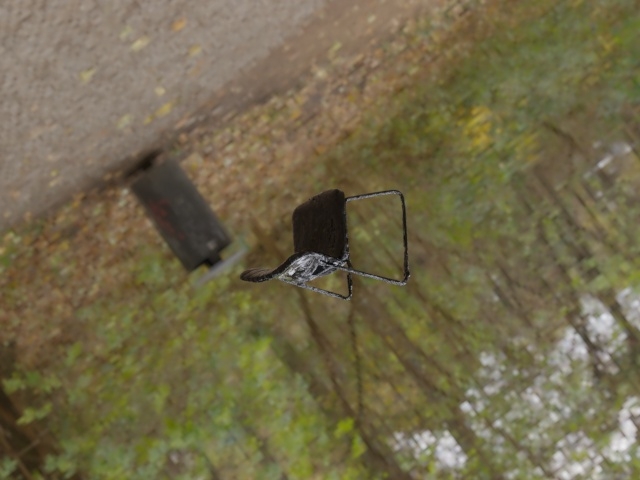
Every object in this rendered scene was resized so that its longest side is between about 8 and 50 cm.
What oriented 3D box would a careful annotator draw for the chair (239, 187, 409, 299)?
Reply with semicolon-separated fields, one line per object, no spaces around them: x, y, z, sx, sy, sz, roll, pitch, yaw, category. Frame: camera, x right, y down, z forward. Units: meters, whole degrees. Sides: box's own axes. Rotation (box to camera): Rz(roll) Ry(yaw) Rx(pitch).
0.000;0.000;1.715;0.221;0.145;0.140;6;163;-38;chair
